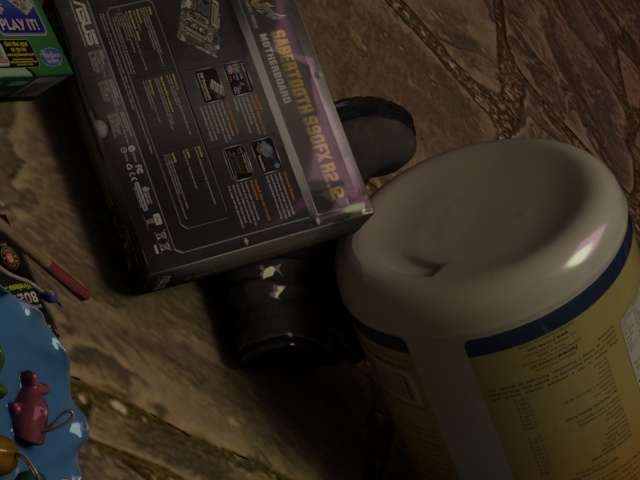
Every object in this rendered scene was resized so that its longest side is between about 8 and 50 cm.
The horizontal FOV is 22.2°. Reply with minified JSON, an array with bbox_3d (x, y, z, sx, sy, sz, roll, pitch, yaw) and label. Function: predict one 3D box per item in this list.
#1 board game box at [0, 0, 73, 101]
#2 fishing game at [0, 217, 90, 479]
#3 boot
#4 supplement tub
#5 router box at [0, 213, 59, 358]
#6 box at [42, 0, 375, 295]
[{"bbox_3d":[-0.302,-0.186,1.036,0.213,0.046,0.317,65,25,4],"label":"board game box"},{"bbox_3d":[-0.180,0.103,0.910,0.189,0.041,0.264,47,38,-47],"label":"fishing game"},{"bbox_3d":[0.000,0.000,1.378,0.338,0.118,0.223,-10,79,-56],"label":"boot"},{"bbox_3d":[0.162,0.102,1.297,0.228,0.228,0.316,-79,153,-54],"label":"supplement tub"},{"bbox_3d":[-0.218,0.036,0.974,0.122,0.038,0.092,-13,77,-64],"label":"router box"},{"bbox_3d":[-0.085,-0.094,1.207,0.183,0.056,0.231,-17,79,-22],"label":"box"}]
